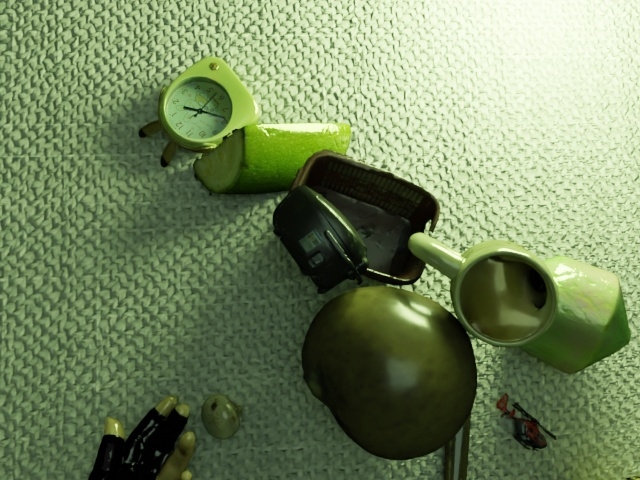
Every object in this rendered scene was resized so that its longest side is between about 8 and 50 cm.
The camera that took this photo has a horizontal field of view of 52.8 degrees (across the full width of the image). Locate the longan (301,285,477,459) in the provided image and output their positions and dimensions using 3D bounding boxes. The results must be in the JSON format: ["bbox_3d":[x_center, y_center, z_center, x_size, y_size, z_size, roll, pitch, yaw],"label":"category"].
[{"bbox_3d":[0.124,0.229,1.151,0.319,0.319,0.319,1,79,-7],"label":"longan"}]

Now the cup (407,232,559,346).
[{"bbox_3d":[0.275,0.083,1.140,0.255,0.202,0.173,7,94,10],"label":"cup"}]

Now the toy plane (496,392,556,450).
[{"bbox_3d":[0.410,0.372,1.296,0.145,0.037,0.060,41,73,0],"label":"toy plane"}]

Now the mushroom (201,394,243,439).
[{"bbox_3d":[-0.179,0.327,1.213,0.079,0.085,0.085,-20,81,-46],"label":"mushroom"}]

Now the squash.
[{"bbox_3d":[-0.086,-0.156,1.334,0.289,0.203,0.111,-9,78,-45],"label":"squash"}]

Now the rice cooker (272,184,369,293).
[{"bbox_3d":[0.001,0.001,1.126,0.118,0.142,0.203,-37,83,-1],"label":"rice cooker"}]

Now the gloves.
[{"bbox_3d":[-0.319,0.417,1.132,0.197,0.152,0.301,34,69,-22],"label":"gloves"}]

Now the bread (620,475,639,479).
[{"bbox_3d":[0.612,0.526,1.178,0.263,0.236,0.198,33,32,-1],"label":"bread"}]

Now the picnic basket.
[{"bbox_3d":[0.072,-0.036,1.281,0.297,0.129,0.222,21,76,-3],"label":"picnic basket"}]

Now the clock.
[{"bbox_3d":[-0.254,-0.253,1.311,0.232,0.069,0.170,-36,86,-11],"label":"clock"}]

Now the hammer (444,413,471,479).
[{"bbox_3d":[0.258,0.536,1.241,0.168,0.044,0.440,8,78,-8],"label":"hammer"}]

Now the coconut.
[{"bbox_3d":[0.495,0.143,1.267,0.236,0.204,0.236,1,60,-2],"label":"coconut"}]
